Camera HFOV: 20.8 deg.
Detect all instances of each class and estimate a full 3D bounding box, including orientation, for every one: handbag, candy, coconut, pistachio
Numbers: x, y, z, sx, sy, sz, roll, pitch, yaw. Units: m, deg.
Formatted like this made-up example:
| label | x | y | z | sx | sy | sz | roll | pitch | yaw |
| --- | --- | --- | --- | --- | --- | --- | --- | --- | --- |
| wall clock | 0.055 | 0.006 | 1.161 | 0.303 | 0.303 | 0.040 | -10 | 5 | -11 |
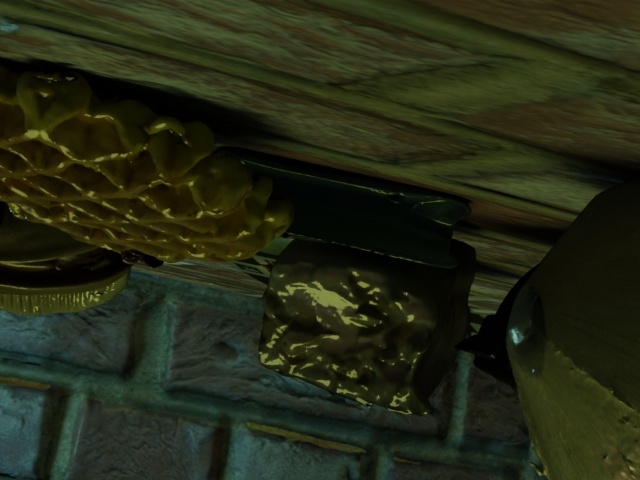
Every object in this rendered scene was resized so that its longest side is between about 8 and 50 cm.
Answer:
| label | x | y | z | sx | sy | sz | roll | pitch | yaw |
| --- | --- | --- | --- | --- | --- | --- | --- | --- | --- |
| handbag | 0.004 | -0.025 | 1.512 | 0.229 | 0.062 | 0.179 | 12 | 178 | -11 |
| candy | 0.053 | 0.065 | 1.658 | 0.185 | 0.137 | 0.195 | 18 | -158 | 15 |
| coconut | 0.240 | 0.079 | 1.161 | 0.244 | 0.239 | 0.239 | 14 | 175 | -14 |
| pistachio | -0.288 | -0.010 | 1.789 | 0.206 | 0.131 | 0.129 | -1 | 140 | -13 |

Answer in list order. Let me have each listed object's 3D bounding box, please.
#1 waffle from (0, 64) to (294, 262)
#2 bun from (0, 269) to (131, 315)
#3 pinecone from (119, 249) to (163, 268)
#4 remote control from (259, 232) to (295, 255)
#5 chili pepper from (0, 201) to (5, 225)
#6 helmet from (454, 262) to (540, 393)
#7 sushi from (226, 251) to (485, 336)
| label | x | y | z | sx | sy | sz | roll | pitch | yaw |
| --- | --- | --- | --- | --- | --- | --- | --- | --- | --- |
| waffle | -0.171 | -0.051 | 1.295 | 0.329 | 0.062 | 0.329 | 17 | 164 | 5 |
| bun | -0.322 | -0.004 | 2.018 | 0.231 | 0.133 | 0.231 | 0 | 152 | 0 |
| pinecone | -0.159 | -0.029 | 1.679 | 0.102 | 0.102 | 0.109 | 13 | 147 | -18 |
| remote control | 0.001 | -0.002 | 1.859 | 0.256 | 0.045 | 0.097 | 5 | 173 | 32 |
| chili pepper | -0.412 | -0.078 | 1.629 | 0.264 | 0.116 | 0.148 | 13 | 163 | -28 |
| helmet | 0.268 | 0.083 | 1.574 | 0.279 | 0.160 | 0.230 | 22 | -175 | 41 |
| sushi | 0.056 | 0.033 | 2.114 | 0.339 | 0.069 | 0.320 | 8 | 166 | 36 |
